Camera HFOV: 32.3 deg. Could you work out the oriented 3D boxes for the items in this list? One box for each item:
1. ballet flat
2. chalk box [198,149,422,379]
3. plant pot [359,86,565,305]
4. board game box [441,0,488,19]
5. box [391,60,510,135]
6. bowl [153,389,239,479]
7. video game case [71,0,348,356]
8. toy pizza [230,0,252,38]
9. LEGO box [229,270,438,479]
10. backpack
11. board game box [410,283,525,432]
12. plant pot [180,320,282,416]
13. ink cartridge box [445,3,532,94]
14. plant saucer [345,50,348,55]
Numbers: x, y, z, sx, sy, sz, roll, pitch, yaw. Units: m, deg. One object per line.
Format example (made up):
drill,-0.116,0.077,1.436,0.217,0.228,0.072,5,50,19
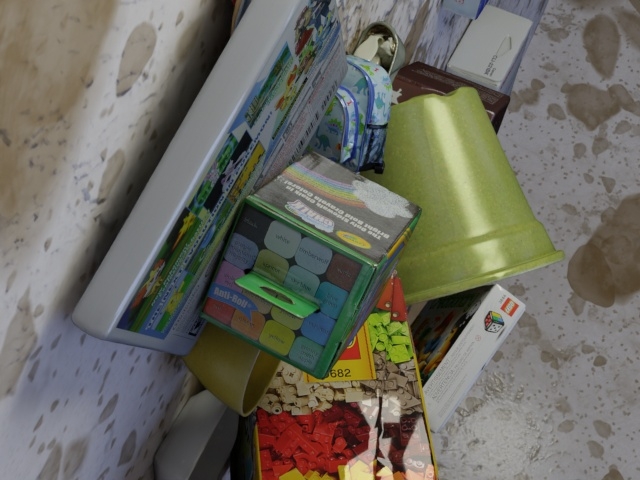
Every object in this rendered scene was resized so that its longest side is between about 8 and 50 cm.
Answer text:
ballet flat,0.041,-0.168,1.320,0.213,0.072,0.068,-68,155,-19
chalk box,-0.014,0.027,1.001,0.132,0.132,0.213,-66,170,27
plant pot,0.157,-0.059,1.478,0.276,0.276,0.254,-4,78,-78
board game box,0.306,-0.566,1.767,0.318,0.066,0.318,101,16,-47
box,0.172,-0.159,1.677,0.203,0.168,0.167,-39,151,-68
bowl,-0.145,0.242,1.268,0.142,0.053,0.142,-59,167,-34
video game case,-0.075,-0.057,0.935,0.329,0.036,0.300,-61,172,-5
toy pizza,-0.032,-0.219,0.914,0.201,0.032,0.201,-60,172,-15
LEGO box,-0.001,0.330,1.367,0.500,0.193,0.372,99,-14,-52
backpack,0.020,-0.135,1.165,0.084,0.105,0.114,-12,119,-52
board game box,0.154,0.153,1.474,0.193,0.053,0.305,-53,-176,-9
plant pot,-0.091,0.097,1.118,0.134,0.095,0.134,23,90,-79
ink cartridge box,0.321,-0.310,2.239,0.197,0.114,0.273,-60,168,-31
plant saucer,0.009,-0.178,1.252,0.083,0.015,0.083,24,90,-79
